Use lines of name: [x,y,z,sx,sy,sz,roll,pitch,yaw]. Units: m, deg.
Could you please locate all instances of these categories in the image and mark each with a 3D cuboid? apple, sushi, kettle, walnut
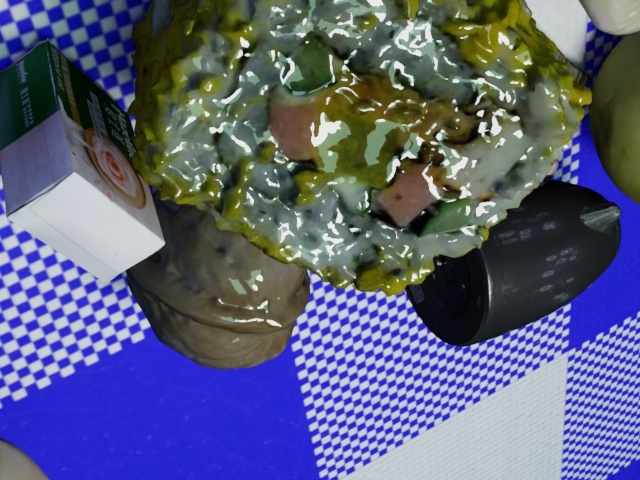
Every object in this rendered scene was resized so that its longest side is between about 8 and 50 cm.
apple: [0.504,-0.165,1.431,0.292,0.292,0.254,-22,158,-20]
sushi: [0.039,-0.157,1.036,0.396,0.240,0.351,29,115,-25]
kettle: [0.265,0.016,1.485,0.290,0.207,0.268,-16,169,-27]
walnut: [-0.111,0.033,1.189,0.224,0.224,0.224,-20,134,-22]

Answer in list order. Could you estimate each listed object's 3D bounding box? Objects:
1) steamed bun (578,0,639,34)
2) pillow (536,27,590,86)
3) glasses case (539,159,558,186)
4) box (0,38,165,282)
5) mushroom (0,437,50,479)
steamed bun: [0.416,-0.419,1.178,0.339,0.247,0.352,-20,145,0]
pillow: [0.264,-0.214,1.392,0.113,0.038,0.203,-49,137,13]
glasses case: [0.170,-0.130,1.329,0.321,0.122,0.082,9,120,-41]
box: [-0.233,-0.075,1.019,0.081,0.199,0.135,-31,140,14]
mushroom: [-0.450,0.322,1.178,0.362,0.294,0.362,0,121,-1]
